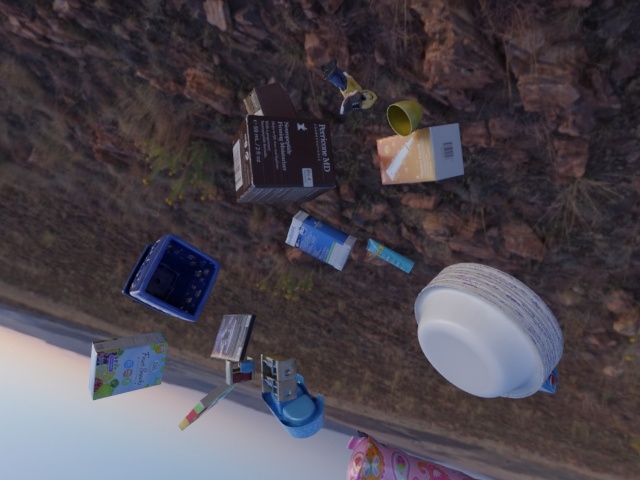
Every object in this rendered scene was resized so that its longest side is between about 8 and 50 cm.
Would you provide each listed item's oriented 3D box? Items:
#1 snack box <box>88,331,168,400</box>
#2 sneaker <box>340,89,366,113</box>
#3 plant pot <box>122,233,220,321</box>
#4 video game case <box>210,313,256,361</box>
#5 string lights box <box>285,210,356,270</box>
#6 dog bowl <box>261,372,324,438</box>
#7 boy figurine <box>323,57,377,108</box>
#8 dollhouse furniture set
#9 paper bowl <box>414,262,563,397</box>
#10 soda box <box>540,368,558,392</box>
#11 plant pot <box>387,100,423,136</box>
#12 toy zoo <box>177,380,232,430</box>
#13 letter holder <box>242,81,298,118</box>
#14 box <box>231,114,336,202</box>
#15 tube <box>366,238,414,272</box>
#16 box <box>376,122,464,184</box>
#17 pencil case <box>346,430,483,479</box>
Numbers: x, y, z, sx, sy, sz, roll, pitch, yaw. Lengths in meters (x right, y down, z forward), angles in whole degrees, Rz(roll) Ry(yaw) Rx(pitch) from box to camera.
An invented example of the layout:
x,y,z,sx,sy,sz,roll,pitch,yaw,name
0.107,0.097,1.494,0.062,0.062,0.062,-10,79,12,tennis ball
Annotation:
x,y,z,sx,sy,sz,roll,pitch,yaw,name
-0.599,0.387,1.304,0.207,0.174,0.070,-3,-153,-40,snack box
0.140,-0.569,1.730,0.065,0.158,0.061,31,150,14,sneaker
-0.532,0.136,1.463,0.212,0.236,0.236,-8,144,42,plant pot
-0.376,0.413,1.788,0.026,0.196,0.274,27,156,-31,video game case
0.000,0.000,1.688,0.260,0.077,0.133,27,127,8,string lights box
-0.094,0.592,1.497,0.297,0.166,0.074,21,130,56,dog bowl
0.139,-0.684,1.882,0.285,0.177,0.092,28,134,-31,boy figurine
-0.185,0.436,1.309,0.184,0.128,0.129,0,176,-32,dollhouse furniture set
0.315,0.198,0.849,0.284,0.148,0.284,38,150,27,paper bowl
0.634,0.424,1.329,0.067,0.071,0.210,30,160,-23,soda box
0.334,-0.477,1.591,0.134,0.095,0.134,50,164,20,plant pot
-0.427,0.621,1.587,0.030,0.192,0.293,48,127,11,toy zoo
-0.152,-0.486,1.728,0.152,0.214,0.301,1,113,62,letter holder
-0.094,-0.189,1.006,0.203,0.168,0.167,-4,174,-24,box
0.289,0.063,1.737,0.207,0.052,0.080,29,142,13,tube
0.425,-0.368,1.816,0.168,0.215,0.345,-15,-169,-28,box
0.184,0.472,0.801,0.284,0.124,0.124,21,157,2,pencil case
